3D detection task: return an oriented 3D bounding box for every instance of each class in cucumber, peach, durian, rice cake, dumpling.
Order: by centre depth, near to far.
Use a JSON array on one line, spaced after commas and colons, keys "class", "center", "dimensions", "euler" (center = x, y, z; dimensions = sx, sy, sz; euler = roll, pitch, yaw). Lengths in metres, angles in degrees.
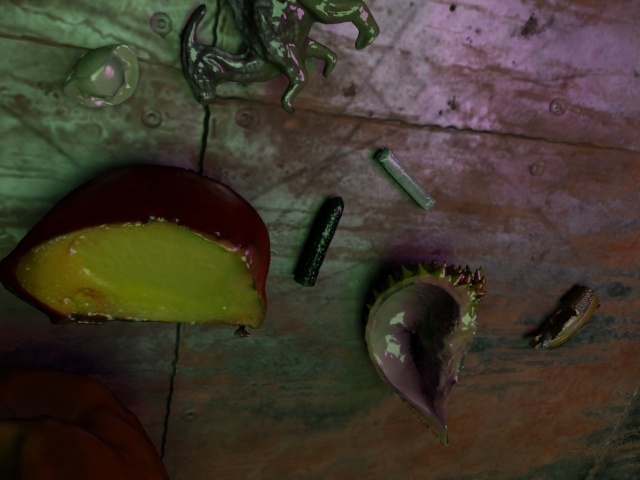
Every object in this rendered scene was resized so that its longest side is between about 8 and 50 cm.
[{"class": "dumpling", "center": [-0.221, -0.165, 0.541], "dimensions": [0.077, 0.043, 0.059], "euler": [-53, 139, -8]}, {"class": "peach", "center": [-0.189, -0.004, 0.567], "dimensions": [0.268, 0.153, 0.158], "euler": [2, 123, -11]}, {"class": "cucumber", "center": [0.000, 0.000, 0.710], "dimensions": [0.032, 0.032, 0.133], "euler": [13, 111, -26]}, {"class": "rice cake", "center": [0.118, -0.082, 0.720], "dimensions": [0.022, 0.021, 0.121], "euler": [-49, 123, 2]}, {"class": "durian", "center": [0.150, 0.133, 0.781], "dimensions": [0.187, 0.153, 0.260], "euler": [20, 115, -4]}]

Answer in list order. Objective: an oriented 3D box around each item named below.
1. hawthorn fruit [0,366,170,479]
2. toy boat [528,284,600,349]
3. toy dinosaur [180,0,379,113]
[{"class": "hawthorn fruit", "center": [-0.352, 0.357, 0.521], "dimensions": [0.473, 0.471, 0.471], "euler": [-9, 118, -17]}, {"class": "toy boat", "center": [0.433, 0.141, 0.935], "dimensions": [0.149, 0.047, 0.049], "euler": [-46, 108, 2]}, {"class": "toy dinosaur", "center": [-0.024, -0.249, 0.550], "dimensions": [0.162, 0.077, 0.294], "euler": [29, 103, -29]}]
